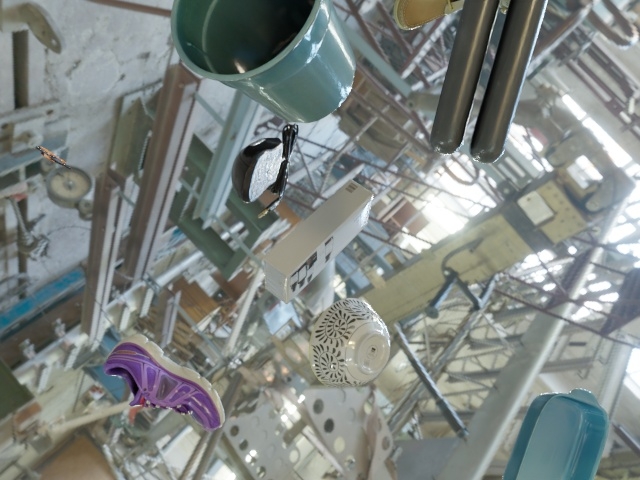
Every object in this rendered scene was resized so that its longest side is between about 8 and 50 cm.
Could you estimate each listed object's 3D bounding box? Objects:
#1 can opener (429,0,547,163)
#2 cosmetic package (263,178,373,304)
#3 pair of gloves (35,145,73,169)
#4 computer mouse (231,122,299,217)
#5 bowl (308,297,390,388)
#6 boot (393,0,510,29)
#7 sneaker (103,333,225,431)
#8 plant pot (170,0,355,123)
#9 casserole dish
[{"bbox_3d":[0.157,-0.210,0.417,0.095,0.076,0.283,-24,128,-76],"label":"can opener"},{"bbox_3d":[0.000,0.000,0.899,0.239,0.060,0.099,-44,159,-28],"label":"cosmetic package"},{"bbox_3d":[-0.615,-0.192,1.154,0.010,0.083,0.074,-55,140,-1],"label":"pair of gloves"},{"bbox_3d":[-0.120,-0.117,0.958,0.262,0.060,0.184,-59,166,-57],"label":"computer mouse"},{"bbox_3d":[0.070,0.192,0.894,0.170,0.170,0.080,-42,-155,-26],"label":"bowl"},{"bbox_3d":[0.224,-0.361,0.722,0.213,0.165,0.077,-30,133,4],"label":"boot"},{"bbox_3d":[-0.200,0.194,0.634,0.071,0.170,0.068,-54,177,-47],"label":"sneaker"},{"bbox_3d":[-0.089,-0.441,1.113,0.341,0.341,0.334,-44,158,10],"label":"plant pot"},{"bbox_3d":[0.273,0.263,0.594,0.188,0.114,0.037,-69,-161,-4],"label":"casserole dish"}]
